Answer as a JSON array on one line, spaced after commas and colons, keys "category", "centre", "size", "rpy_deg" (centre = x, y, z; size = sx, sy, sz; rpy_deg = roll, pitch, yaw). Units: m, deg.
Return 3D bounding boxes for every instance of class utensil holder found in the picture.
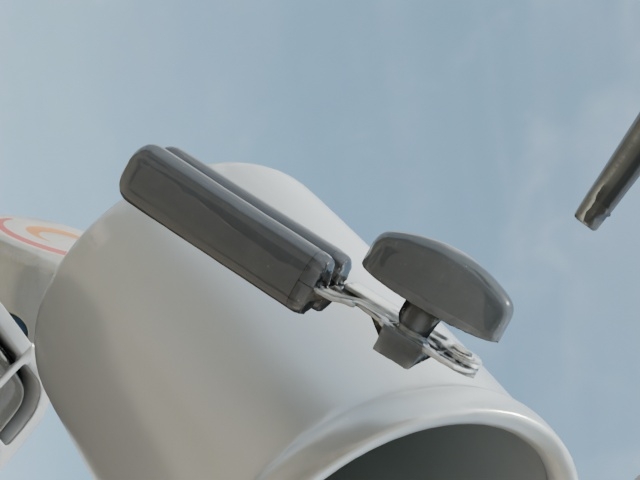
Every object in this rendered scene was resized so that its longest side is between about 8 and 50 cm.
[{"category": "utensil holder", "centre": [-0.030, 0.159, 1.488], "size": [0.385, 0.327, 0.328], "rpy_deg": [47, -42, 45]}]

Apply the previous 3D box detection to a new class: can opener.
[{"category": "can opener", "centre": [0.000, 0.000, 1.235], "size": [0.283, 0.076, 0.095], "rpy_deg": [33, -80, 14]}]

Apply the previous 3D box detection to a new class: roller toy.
[{"category": "roller toy", "centre": [-0.294, 0.065, 1.904], "size": [0.209, 0.191, 0.146], "rpy_deg": [-140, -115, -66]}]

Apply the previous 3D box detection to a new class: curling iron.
[{"category": "curling iron", "centre": [0.255, -0.114, 1.137], "size": [0.068, 0.274, 0.035], "rpy_deg": [42, -2, -21]}]

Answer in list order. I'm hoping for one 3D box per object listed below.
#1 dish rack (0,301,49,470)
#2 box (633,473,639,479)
[{"category": "dish rack", "centre": [-0.399, 0.147, 1.626], "size": [0.072, 0.285, 0.333], "rpy_deg": [28, -22, 30]}, {"category": "box", "centre": [0.308, 0.102, 0.899], "size": [0.231, 0.262, 0.127], "rpy_deg": [-52, -120, 29]}]
